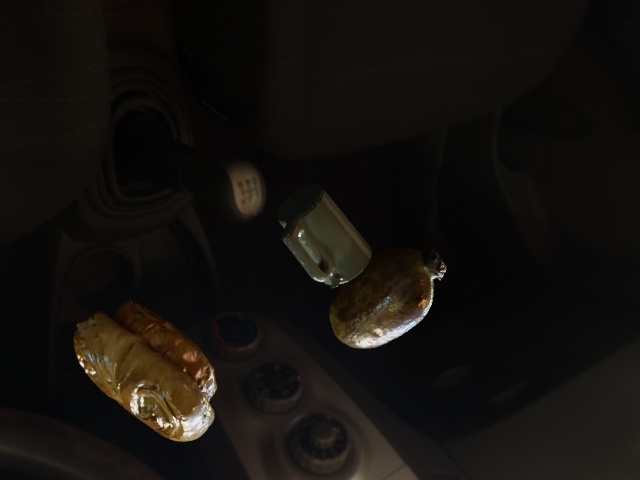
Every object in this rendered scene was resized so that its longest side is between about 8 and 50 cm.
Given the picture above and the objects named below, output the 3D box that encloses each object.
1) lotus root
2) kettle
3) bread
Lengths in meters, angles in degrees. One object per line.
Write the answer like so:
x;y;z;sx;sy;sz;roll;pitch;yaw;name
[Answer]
0.119;0.096;1.158;0.128;0.145;0.260;22;132;-31;lotus root
-0.003;-0.002;1.065;0.127;0.098;0.148;-49;121;-18;kettle
-0.254;0.197;0.983;0.120;0.236;0.198;-48;162;-30;bread
